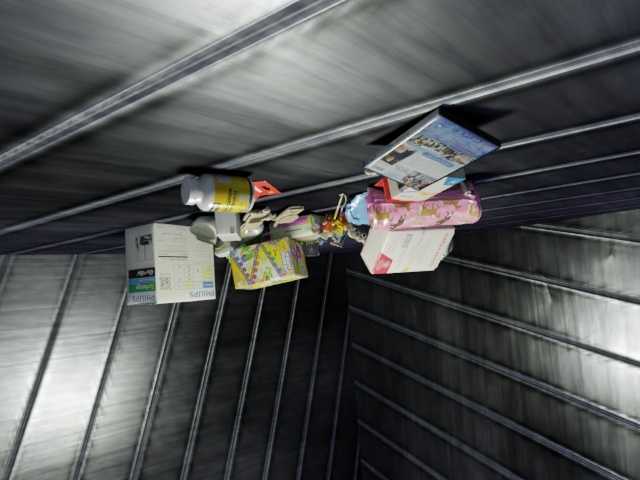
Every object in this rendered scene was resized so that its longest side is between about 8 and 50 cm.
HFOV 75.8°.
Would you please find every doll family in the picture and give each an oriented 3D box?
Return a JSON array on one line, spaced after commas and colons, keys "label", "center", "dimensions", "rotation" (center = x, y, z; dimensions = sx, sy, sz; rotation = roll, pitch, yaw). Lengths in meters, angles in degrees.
[{"label": "doll family", "center": [0.097, -0.054, 1.922], "dimensions": [0.118, 0.163, 0.263], "rotation": [18, 179, 22]}]

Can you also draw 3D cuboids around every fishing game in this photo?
[{"label": "fishing game", "center": [0.183, -0.126, 1.572], "dimensions": [0.263, 0.041, 0.189], "rotation": [-3, 141, -12]}]

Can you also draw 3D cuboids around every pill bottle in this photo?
[{"label": "pill bottle", "center": [-0.282, -0.131, 1.136], "dimensions": [0.184, 0.103, 0.103], "rotation": [0, 173, -37]}]

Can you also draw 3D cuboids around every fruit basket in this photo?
[{"label": "fruit basket", "center": [-0.330, 0.009, 2.151], "dimensions": [0.352, 0.166, 0.327], "rotation": [-13, 167, -13]}]

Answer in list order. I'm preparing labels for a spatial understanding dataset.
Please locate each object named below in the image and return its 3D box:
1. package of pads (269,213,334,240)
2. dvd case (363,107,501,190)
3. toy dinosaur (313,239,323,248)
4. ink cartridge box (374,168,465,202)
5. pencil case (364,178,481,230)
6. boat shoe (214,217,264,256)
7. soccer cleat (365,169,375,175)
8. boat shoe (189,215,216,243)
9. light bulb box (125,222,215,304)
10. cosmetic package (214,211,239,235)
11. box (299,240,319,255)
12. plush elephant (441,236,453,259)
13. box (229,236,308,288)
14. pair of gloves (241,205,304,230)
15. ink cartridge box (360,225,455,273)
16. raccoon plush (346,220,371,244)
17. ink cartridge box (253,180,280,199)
[{"label": "package of pads", "center": [-0.075, -0.055, 1.977], "dimensions": [0.228, 0.101, 0.296], "rotation": [-10, 175, 22]}, {"label": "dvd case", "center": [0.242, -0.192, 0.927], "dimensions": [0.180, 0.022, 0.253], "rotation": [16, 156, -26]}, {"label": "toy dinosaur", "center": [0.000, 0.000, 2.039], "dimensions": [0.082, 0.047, 0.090], "rotation": [-27, -157, 35]}, {"label": "ink cartridge box", "center": [0.273, -0.166, 1.164], "dimensions": [0.134, 0.078, 0.231], "rotation": [-1, 164, -29]}, {"label": "pencil case", "center": [0.346, -0.121, 1.425], "dimensions": [0.385, 0.167, 0.160], "rotation": [-5, -151, 4]}, {"label": "boat shoe", "center": [-0.390, -0.026, 1.877], "dimensions": [0.302, 0.109, 0.094], "rotation": [-31, 124, 25]}, {"label": "soccer cleat", "center": [0.166, -0.202, 1.152], "dimensions": [0.083, 0.029, 0.036], "rotation": [-6, 167, -12]}, {"label": "boat shoe", "center": [-0.494, -0.059, 1.802], "dimensions": [0.118, 0.103, 0.320], "rotation": [16, 166, -5]}, {"label": "light bulb box", "center": [-0.717, 0.118, 1.987], "dimensions": [0.225, 0.362, 0.357], "rotation": [-8, 173, 32]}, {"label": "cosmetic package", "center": [-0.371, -0.065, 1.658], "dimensions": [0.085, 0.118, 0.231], "rotation": [-5, 173, -6]}, {"label": "box", "center": [-0.095, 0.018, 2.455], "dimensions": [0.158, 0.156, 0.093], "rotation": [-3, 175, -8]}, {"label": "plush elephant", "center": [0.528, -0.027, 1.959], "dimensions": [0.329, 0.256, 0.271], "rotation": [-7, 173, 24]}, {"label": "box", "center": [-0.231, 0.114, 1.919], "dimensions": [0.278, 0.177, 0.290], "rotation": [-13, 171, 8]}, {"label": "pair of gloves", "center": [-0.207, -0.100, 1.719], "dimensions": [0.239, 0.042, 0.204], "rotation": [-9, 165, -20]}, {"label": "ink cartridge box", "center": [0.342, 0.007, 1.634], "dimensions": [0.305, 0.131, 0.226], "rotation": [-2, 129, -25]}, {"label": "raccoon plush", "center": [0.315, -0.117, 1.731], "dimensions": [0.446, 0.216, 0.299], "rotation": [-38, 146, 16]}, {"label": "ink cartridge box", "center": [-0.259, -0.139, 1.341], "dimensions": [0.224, 0.056, 0.181], "rotation": [-3, 175, 10]}]
